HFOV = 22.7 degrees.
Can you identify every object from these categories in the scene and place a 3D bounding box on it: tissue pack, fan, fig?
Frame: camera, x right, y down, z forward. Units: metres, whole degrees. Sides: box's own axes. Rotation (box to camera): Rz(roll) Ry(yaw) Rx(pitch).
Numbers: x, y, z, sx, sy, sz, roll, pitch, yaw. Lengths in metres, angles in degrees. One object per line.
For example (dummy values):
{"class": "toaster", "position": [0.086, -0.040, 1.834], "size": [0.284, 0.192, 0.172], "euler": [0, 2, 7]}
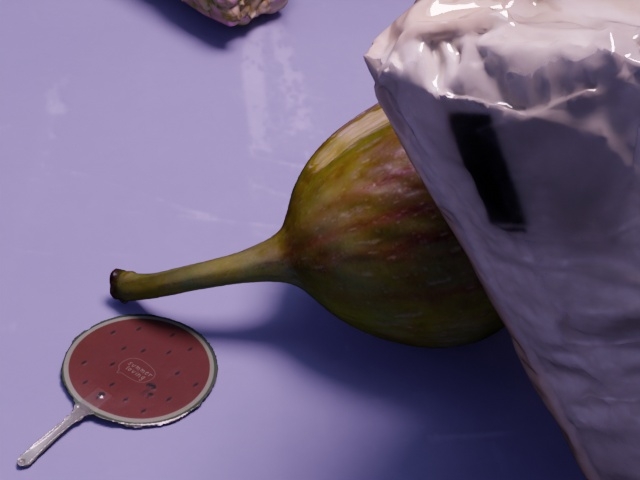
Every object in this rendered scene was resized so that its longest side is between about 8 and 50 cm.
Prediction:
{"class": "tissue pack", "position": [0.198, -0.062, 0.779], "size": [0.195, 0.390, 0.375], "euler": [-6, 34, 32]}
{"class": "fan", "position": [-0.113, 0.081, 0.846], "size": [0.085, 0.005, 0.133], "euler": [29, 46, 26]}
{"class": "fig", "position": [0.000, 0.000, 0.868], "size": [0.245, 0.149, 0.149], "euler": [-14, 42, 1]}

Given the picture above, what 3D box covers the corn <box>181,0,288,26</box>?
{"class": "corn", "position": [-0.138, -0.270, 1.166], "size": [0.127, 0.126, 0.335], "euler": [-27, 50, -31]}
